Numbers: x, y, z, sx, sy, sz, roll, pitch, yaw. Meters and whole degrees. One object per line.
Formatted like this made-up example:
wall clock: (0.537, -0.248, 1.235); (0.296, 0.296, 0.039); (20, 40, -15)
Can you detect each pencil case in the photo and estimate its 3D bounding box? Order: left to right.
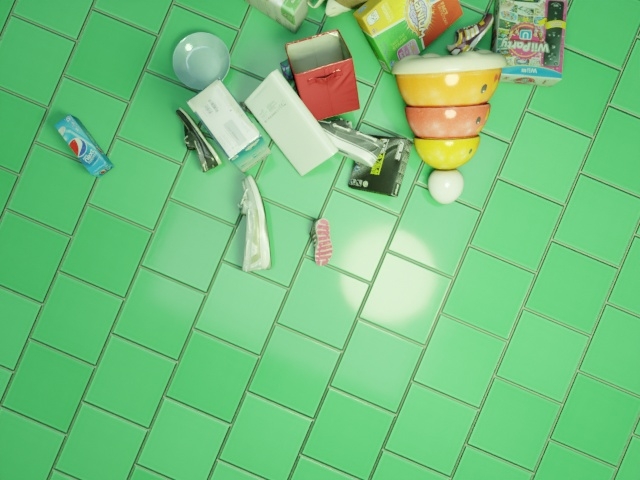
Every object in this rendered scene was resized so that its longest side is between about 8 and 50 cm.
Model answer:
pencil case: (-0.059, -0.597, 1.845); (0.152, 0.064, 0.070); (-27, 116, 1)

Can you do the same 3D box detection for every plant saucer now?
plant saucer: (-0.400, -0.602, 1.862); (0.195, 0.037, 0.194); (0, 89, 0)

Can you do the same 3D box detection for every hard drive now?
hard drive: (-0.097, -0.367, 1.758); (0.307, 0.203, 0.040); (51, 56, -10)

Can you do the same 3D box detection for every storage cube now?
storage cube: (0.006, -0.517, 1.745); (0.184, 0.193, 0.214); (-16, 50, 0)

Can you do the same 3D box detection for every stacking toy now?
stacking toy: (0.409, -0.354, 1.764); (0.351, 0.350, 0.479); (-4, 109, 0)

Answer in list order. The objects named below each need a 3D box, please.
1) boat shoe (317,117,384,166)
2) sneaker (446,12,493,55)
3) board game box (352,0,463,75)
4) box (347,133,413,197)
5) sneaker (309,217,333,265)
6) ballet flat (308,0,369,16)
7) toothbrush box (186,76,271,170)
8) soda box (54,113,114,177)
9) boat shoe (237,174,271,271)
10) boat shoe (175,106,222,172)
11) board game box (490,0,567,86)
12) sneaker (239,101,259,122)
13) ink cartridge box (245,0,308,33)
boat shoe: (0.065, -0.349, 1.799); (0.301, 0.108, 0.102); (29, 86, 20)
sneaker: (0.500, -0.697, 1.839); (0.084, 0.069, 0.185); (37, 89, -5)
board game box: (0.288, -0.730, 1.773); (0.316, 0.064, 0.242); (-42, 133, 0)
box: (0.194, -0.247, 1.799); (0.184, 0.045, 0.190); (17, 90, 42)
sneaker: (0.000, 0.000, 1.842); (0.063, 0.075, 0.170); (-9, 112, -17)
ballet flat: (0.018, -0.817, 1.809); (0.342, 0.116, 0.124); (34, 118, 15)
toothbrush box: (-0.277, -0.350, 1.730); (0.126, 0.295, 0.216); (-36, 90, 1)
soda box: (-0.790, -0.316, 1.844); (0.067, 0.071, 0.210); (-38, 89, 0)
boat shoe: (-0.229, -0.056, 1.816); (0.103, 0.118, 0.320); (-8, 96, -4)
boat shoe: (-0.422, -0.338, 1.836); (0.079, 0.084, 0.233); (-32, 92, 0)
board game box: (0.687, -0.678, 1.826); (0.224, 0.097, 0.303); (5, 90, 1)
sneaker: (-0.179, -0.458, 1.851); (0.170, 0.051, 0.089); (-24, 94, 3)
ink cartridge box: (-0.152, -0.798, 1.804); (0.213, 0.154, 0.093); (31, 90, 1)
